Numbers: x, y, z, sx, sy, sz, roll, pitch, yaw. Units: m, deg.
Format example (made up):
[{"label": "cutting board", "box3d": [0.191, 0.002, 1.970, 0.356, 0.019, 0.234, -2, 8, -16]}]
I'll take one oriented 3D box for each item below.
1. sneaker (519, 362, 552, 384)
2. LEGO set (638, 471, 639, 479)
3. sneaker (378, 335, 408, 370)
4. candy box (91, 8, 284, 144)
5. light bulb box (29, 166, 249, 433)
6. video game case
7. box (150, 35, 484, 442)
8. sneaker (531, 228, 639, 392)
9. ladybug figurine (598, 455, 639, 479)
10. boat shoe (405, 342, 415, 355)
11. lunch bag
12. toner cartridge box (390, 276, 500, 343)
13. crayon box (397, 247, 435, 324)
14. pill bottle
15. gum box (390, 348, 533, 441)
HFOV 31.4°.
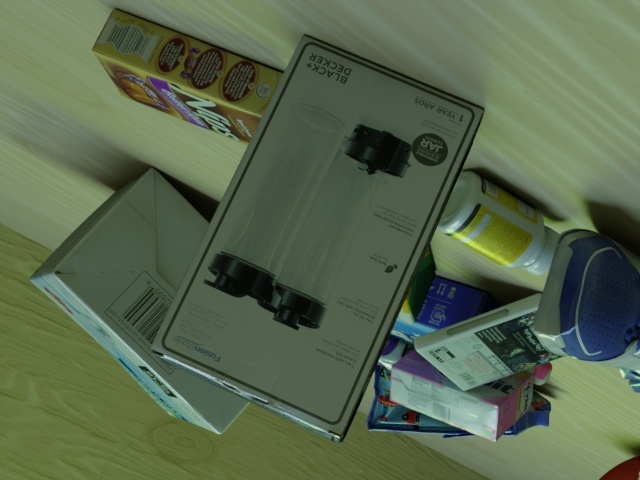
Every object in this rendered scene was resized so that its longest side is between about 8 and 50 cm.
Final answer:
[{"label": "sneaker", "box3d": [0.254, 0.201, 1.752, 0.103, 0.111, 0.252, 30, 167, -26]}, {"label": "LEGO set", "box3d": [0.581, 0.365, 1.865, 0.093, 0.087, 0.227, 11, 171, -11]}, {"label": "sneaker", "box3d": [0.104, 0.142, 1.770, 0.071, 0.068, 0.170, 16, -160, 5]}, {"label": "candy box", "box3d": [-0.116, -0.150, 1.100, 0.186, 0.053, 0.109, 21, 167, 12]}, {"label": "light bulb box", "box3d": [-0.253, 0.100, 1.838, 0.358, 0.225, 0.361, 46, 163, -11]}, {"label": "video game case", "box3d": [0.234, 0.136, 1.485, 0.173, 0.022, 0.190, -22, 149, 17]}, {"label": "box", "box3d": [0.000, 0.000, 0.936, 0.169, 0.290, 0.087, 23, 168, 6]}, {"label": "sneaker", "box3d": [0.347, 0.083, 1.062, 0.182, 0.127, 0.315, 9, 168, 42]}, {"label": "ladybug figurine", "box3d": [0.674, 0.497, 2.084, 0.305, 0.162, 0.449, 27, 168, -17]}, {"label": "boat shoe", "box3d": [0.222, 0.205, 1.921, 0.233, 0.079, 0.084, 18, 166, 10]}, {"label": "lunch bag", "box3d": [0.263, 0.282, 2.009, 0.293, 0.138, 0.221, 7, -179, 27]}, {"label": "toner cartridge box", "box3d": [0.100, 0.087, 1.650, 0.347, 0.075, 0.165, 17, 165, 32]}, {"label": "crayon box", "box3d": [0.025, -0.002, 1.389, 0.203, 0.083, 0.323, 21, 169, 14]}, {"label": "pill bottle", "box3d": [0.172, -0.013, 1.087, 0.116, 0.065, 0.065, 29, 168, -19]}, {"label": "gum box", "box3d": [0.199, 0.211, 1.653, 0.188, 0.062, 0.107, 18, -150, 32]}]
